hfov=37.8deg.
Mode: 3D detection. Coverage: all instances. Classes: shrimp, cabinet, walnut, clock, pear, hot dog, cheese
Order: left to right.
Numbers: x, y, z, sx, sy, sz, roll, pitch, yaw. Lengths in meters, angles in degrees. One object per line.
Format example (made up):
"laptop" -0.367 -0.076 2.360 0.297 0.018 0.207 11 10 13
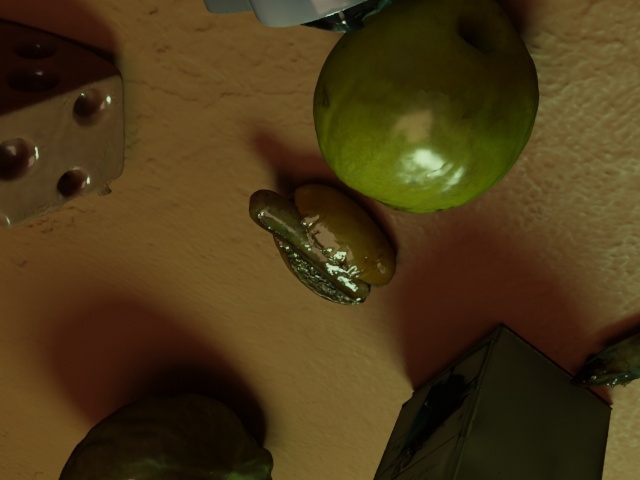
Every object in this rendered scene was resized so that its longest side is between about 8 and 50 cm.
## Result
"cheese" -0.300 -0.105 0.813 0.177 0.202 0.128 40 142 31
"walnut" -0.178 0.293 1.017 0.283 0.283 0.227 -37 77 41
"hot dog" 0.002 -0.001 0.814 0.089 0.060 0.140 -27 109 33
"clock" 0.017 -0.182 0.594 0.198 0.172 0.064 31 151 56
"pear" 0.071 -0.092 0.649 0.148 0.149 0.162 34 130 -4
"cabinet" 0.141 0.209 0.818 0.150 0.206 0.145 36 133 -6
"shrimp" 0.320 0.120 0.786 0.148 0.035 0.195 44 130 -16
